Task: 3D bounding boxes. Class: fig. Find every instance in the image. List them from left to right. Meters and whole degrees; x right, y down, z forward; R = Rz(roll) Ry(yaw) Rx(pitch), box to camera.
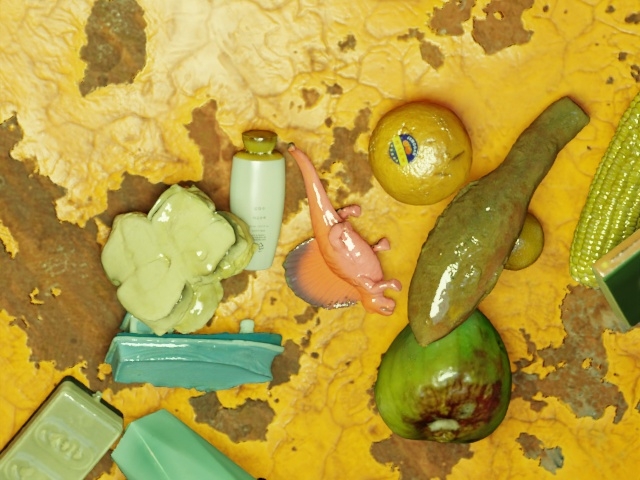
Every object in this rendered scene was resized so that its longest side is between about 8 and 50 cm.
[{"bbox_3d":[0.166,0.176,1.894,0.181,0.181,0.191,17,74,-12],"label":"fig"}]

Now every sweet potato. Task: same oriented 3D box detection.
[{"bbox_3d":[0.219,-0.034,1.825,0.109,0.109,0.385,35,82,-15],"label":"sweet potato"}]

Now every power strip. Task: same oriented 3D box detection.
[{"bbox_3d":[-0.374,0.300,1.909,0.105,0.070,0.256,38,97,-16],"label":"power strip"}]

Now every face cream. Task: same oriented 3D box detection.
[{"bbox_3d":[-0.082,-0.052,1.850,0.072,0.051,0.182,-1,108,-11],"label":"face cream"}]

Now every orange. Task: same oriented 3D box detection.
[{"bbox_3d":[0.131,-0.110,1.826,0.136,0.117,0.135,-5,80,30],"label":"orange"},{"bbox_3d":[0.259,-0.001,1.897,0.085,0.085,0.085,-2,107,-7],"label":"orange"}]

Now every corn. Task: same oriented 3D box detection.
[{"bbox_3d":[0.409,-0.067,1.886,0.101,0.101,0.291,17,107,-12],"label":"corn"}]

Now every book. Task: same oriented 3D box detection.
[{"bbox_3d":[0.520,-0.039,1.846,0.371,0.260,0.043,-38,65,4],"label":"book"}]

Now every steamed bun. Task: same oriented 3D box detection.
[{"bbox_3d":[-0.182,0.022,1.819,0.192,0.106,0.177,38,90,28],"label":"steamed bun"}]

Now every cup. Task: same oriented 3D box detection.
[{"bbox_3d":[-0.161,0.332,1.860,0.134,0.236,0.148,-16,130,-40],"label":"cup"}]

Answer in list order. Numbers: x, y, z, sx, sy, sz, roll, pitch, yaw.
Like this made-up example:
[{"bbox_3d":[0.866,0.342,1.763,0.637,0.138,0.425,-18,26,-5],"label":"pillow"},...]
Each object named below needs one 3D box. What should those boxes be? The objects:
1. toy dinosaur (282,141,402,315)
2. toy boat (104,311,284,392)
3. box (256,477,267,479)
[{"bbox_3d":[-0.004,0.006,1.880,0.139,0.070,0.286,-29,113,26],"label":"toy dinosaur"},{"bbox_3d":[-0.163,0.138,1.883,0.238,0.098,0.109,5,149,-17],"label":"toy boat"},{"bbox_3d":[-0.170,0.549,1.984,0.415,0.116,0.264,-35,106,4],"label":"box"}]
